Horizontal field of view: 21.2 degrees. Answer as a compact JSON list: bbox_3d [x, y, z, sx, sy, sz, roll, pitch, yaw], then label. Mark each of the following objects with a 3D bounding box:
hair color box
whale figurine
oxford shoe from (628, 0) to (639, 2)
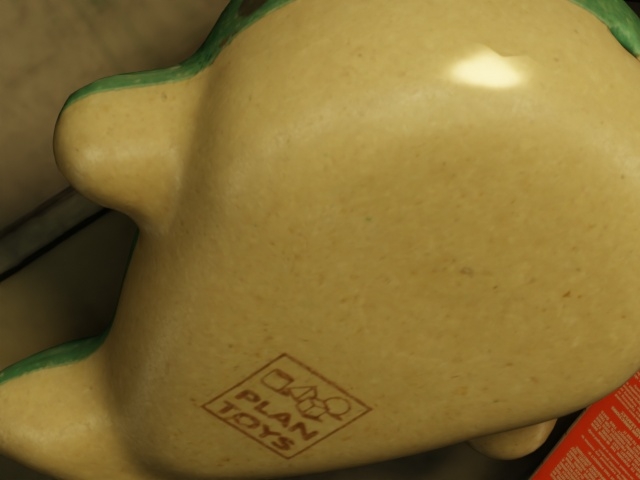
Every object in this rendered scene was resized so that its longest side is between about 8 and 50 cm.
[{"bbox_3d":[0.132,0.059,0.613,0.043,0.072,0.141,49,133,20],"label":"hair color box"},{"bbox_3d":[0.000,0.000,0.589,0.216,0.141,0.272,33,126,-27],"label":"whale figurine"},{"bbox_3d":[0.092,-0.126,0.584,0.212,0.076,0.076,14,77,-10],"label":"oxford shoe"}]
